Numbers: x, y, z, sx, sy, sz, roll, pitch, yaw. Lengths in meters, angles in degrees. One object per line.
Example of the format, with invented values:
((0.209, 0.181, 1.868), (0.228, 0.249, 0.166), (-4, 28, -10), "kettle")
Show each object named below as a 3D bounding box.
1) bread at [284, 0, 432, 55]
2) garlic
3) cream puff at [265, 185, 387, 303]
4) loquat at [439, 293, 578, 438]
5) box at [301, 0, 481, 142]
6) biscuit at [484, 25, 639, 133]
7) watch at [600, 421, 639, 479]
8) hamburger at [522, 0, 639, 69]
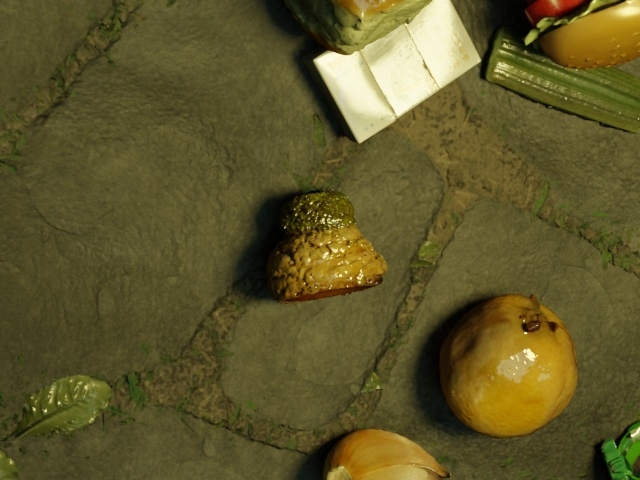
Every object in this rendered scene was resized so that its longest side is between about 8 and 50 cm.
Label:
((0.066, -0.417, 1.617), (0.279, 0.225, 0.250), (-33, 89, -4), "bread")
((0.091, 0.363, 1.890), (0.206, 0.128, 0.115), (-2, 60, -21), "garlic")
((0.000, 0.000, 1.758), (0.183, 0.183, 0.169), (-9, 83, -16), "cream puff")
((0.299, 0.204, 1.875), (0.238, 0.193, 0.238), (1, 117, 1), "loquat")
((0.107, -0.273, 1.759), (0.233, 0.067, 0.149), (-35, 108, -8), "box")
((0.409, -0.252, 1.880), (0.322, 0.038, 0.099), (17, 95, -21), "biscuit")
((0.581, 0.402, 2.028), (0.152, 0.165, 0.131), (-26, 123, 9), "watch")
((0.420, -0.364, 1.720), (0.274, 0.274, 0.212), (-18, 87, -13), "hamburger")
